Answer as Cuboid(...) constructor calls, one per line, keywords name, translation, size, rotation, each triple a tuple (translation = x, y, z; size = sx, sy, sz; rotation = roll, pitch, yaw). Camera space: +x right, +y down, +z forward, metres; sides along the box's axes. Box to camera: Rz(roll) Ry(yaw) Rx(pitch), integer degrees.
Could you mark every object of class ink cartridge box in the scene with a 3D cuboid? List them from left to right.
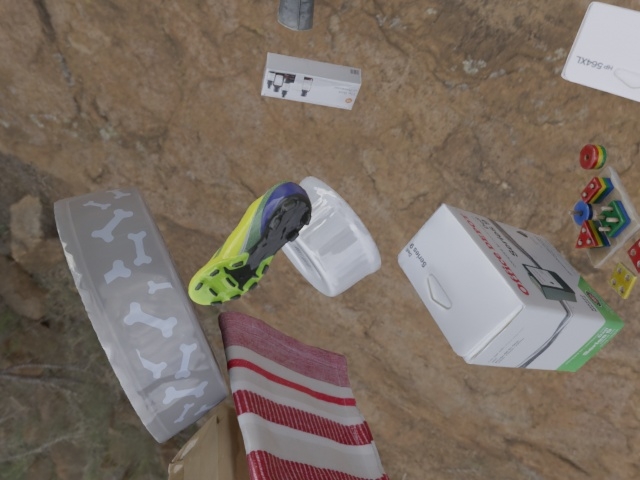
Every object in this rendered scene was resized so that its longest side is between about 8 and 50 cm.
Cuboid(name="ink cartridge box", translation=(0.288, 0.078, 0.897), size=(0.121, 0.289, 0.211), rotation=(-54, 45, 26))
Cuboid(name="ink cartridge box", translation=(0.376, -0.208, 0.683), size=(0.148, 0.203, 0.086), rotation=(24, 114, 20))

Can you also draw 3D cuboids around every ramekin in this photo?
Cuboid(name="ramekin", translation=(0.000, 0.000, 1.382), size=(0.277, 0.135, 0.277), rotation=(48, 166, 16))

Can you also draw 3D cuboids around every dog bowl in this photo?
Cuboid(name="dog bowl", translation=(-0.226, 0.086, 0.786), size=(0.349, 0.102, 0.349), rotation=(59, 166, 25))

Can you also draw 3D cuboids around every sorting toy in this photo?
Cuboid(name="sorting toy", translation=(0.490, -0.034, 1.047), size=(0.046, 0.274, 0.132), rotation=(1, 145, -12))

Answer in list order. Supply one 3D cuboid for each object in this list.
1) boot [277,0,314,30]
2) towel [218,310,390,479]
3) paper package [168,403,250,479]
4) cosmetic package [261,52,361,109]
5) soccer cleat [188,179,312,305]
Cuboid(name="boot", translation=(-0.023, -0.648, 1.580), size=(0.189, 0.076, 0.208), rotation=(21, 144, 8))
Cuboid(name="towel", translation=(-0.009, 0.245, 0.751), size=(0.237, 0.329, 0.037), rotation=(29, 115, -37))
Cuboid(name="paper package", translation=(-0.060, 0.445, 0.876), size=(0.325, 0.309, 0.168), rotation=(37, 95, -16))
Cuboid(name="cosmetic package", translation=(-0.024, -0.398, 1.494), size=(0.239, 0.060, 0.099), rotation=(6, 151, -11))
Cuboid(name="soccer cleat", translation=(-0.132, 0.006, 1.095), size=(0.289, 0.121, 0.093), rotation=(-44, 126, 9))
